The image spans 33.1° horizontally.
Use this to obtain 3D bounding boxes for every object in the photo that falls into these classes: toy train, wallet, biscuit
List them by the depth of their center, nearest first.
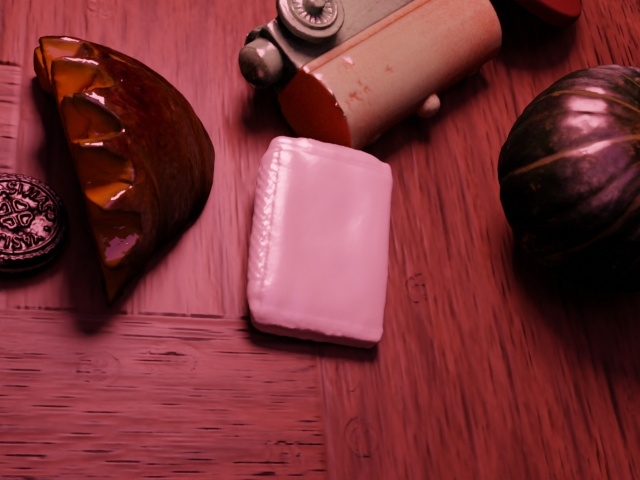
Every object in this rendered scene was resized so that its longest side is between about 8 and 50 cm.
[{"bbox_3d":[-0.246,-0.014,0.866,0.089,0.027,0.087,37,53,7],"label":"biscuit"},{"bbox_3d":[0.000,0.000,0.926,0.124,0.032,0.183,10,63,-13],"label":"wallet"},{"bbox_3d":[0.055,-0.190,1.045,0.285,0.116,0.177,-36,86,-35],"label":"toy train"}]

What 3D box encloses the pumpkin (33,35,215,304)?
[{"bbox_3d":[-0.144,-0.092,0.890,0.149,0.130,0.254,-9,60,-23],"label":"pumpkin"}]

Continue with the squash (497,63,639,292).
[{"bbox_3d":[0.265,-0.054,0.974,0.218,0.172,0.218,14,51,-17],"label":"squash"}]

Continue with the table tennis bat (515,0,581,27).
[{"bbox_3d":[0.176,-0.315,1.123,0.310,0.038,0.200,9,46,-47],"label":"table tennis bat"}]
